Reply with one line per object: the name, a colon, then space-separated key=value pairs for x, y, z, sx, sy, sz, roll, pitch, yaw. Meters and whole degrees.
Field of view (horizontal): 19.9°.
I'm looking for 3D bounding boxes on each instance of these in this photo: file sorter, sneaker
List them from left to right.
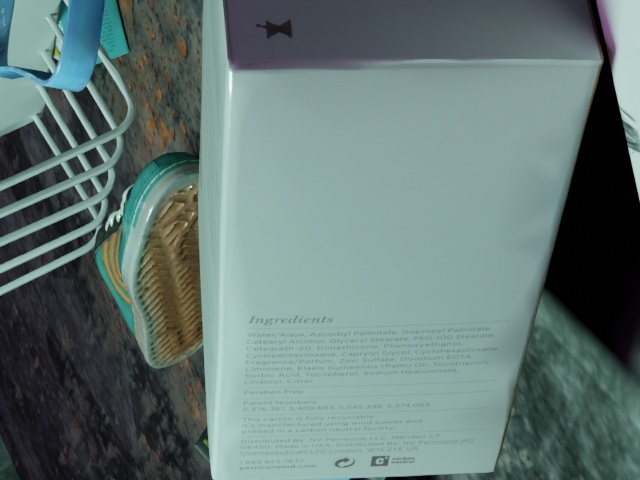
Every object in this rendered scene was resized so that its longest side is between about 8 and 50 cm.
file sorter: x=-0.286 y=-0.080 z=1.598 sx=0.173 sy=0.193 sz=0.278 roll=58 pitch=157 yaw=13
sneaker: x=-0.153 y=-0.001 z=1.626 sx=0.121 sy=0.108 sz=0.302 roll=54 pitch=157 yaw=23

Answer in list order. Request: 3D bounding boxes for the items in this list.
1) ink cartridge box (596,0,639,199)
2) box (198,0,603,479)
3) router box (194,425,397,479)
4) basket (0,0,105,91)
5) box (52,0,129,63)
ink cartridge box: x=0.197 y=-0.053 z=0.755 sx=0.148 sy=0.086 sz=0.203 roll=19 pitch=128 yaw=64
box: x=0.022 y=-0.051 z=0.971 sx=0.345 sy=0.168 sz=0.215 roll=96 pitch=171 yaw=-52
router box: x=-0.009 y=0.152 z=1.403 sx=0.046 sy=0.133 sz=0.179 roll=32 pitch=-178 yaw=-37
basket: x=-0.184 y=-0.252 z=1.280 sx=0.255 sy=0.201 sz=0.289 roll=20 pitch=98 yaw=64
box: x=-0.243 y=-0.282 z=1.633 sx=0.100 sy=0.060 sz=0.244 roll=33 pitch=140 yaw=55
